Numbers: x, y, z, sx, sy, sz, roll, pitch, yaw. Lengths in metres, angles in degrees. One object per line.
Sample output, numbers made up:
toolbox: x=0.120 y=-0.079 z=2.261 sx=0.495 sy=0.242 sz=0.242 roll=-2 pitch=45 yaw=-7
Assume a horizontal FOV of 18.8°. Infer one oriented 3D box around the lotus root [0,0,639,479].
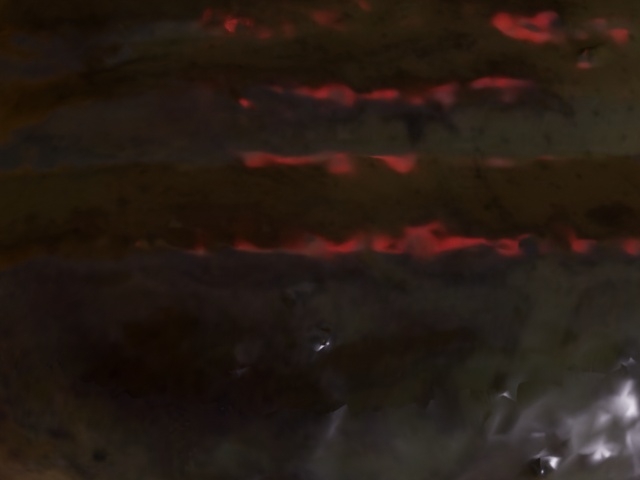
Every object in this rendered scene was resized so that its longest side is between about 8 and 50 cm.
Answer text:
lotus root: x=0.000 y=0.000 z=0.459 sx=0.309 sy=0.173 sz=0.173 roll=1 pitch=128 yaw=-10
